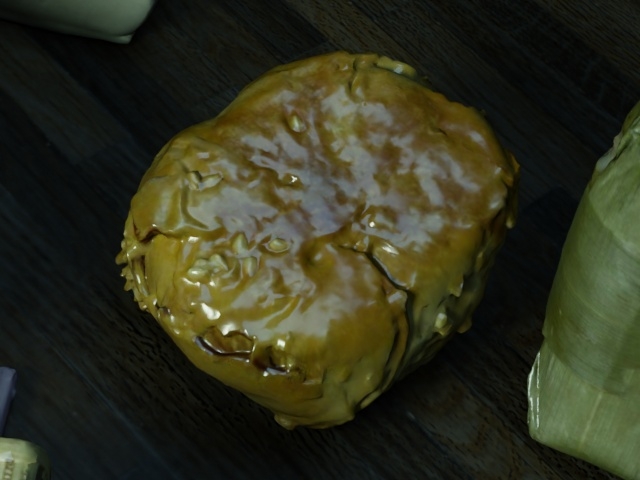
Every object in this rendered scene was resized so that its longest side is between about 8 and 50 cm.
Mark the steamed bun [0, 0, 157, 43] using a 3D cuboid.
[{"bbox_3d":[-0.243,-0.289,1.243,0.242,0.164,0.146,14,47,-7],"label":"steamed bun"}]

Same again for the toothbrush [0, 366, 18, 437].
[{"bbox_3d":[-0.231,0.228,0.900,0.029,0.024,0.354,17,47,-13],"label":"toothbrush"}]

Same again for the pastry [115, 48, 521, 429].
[{"bbox_3d":[0.000,0.000,1.087,0.311,0.162,0.255,-32,77,-26],"label":"pastry"}]

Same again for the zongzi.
[{"bbox_3d":[0.330,-0.041,1.118,0.174,0.356,0.393,32,45,21],"label":"zongzi"}]

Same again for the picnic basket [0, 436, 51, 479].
[{"bbox_3d":[-0.302,0.223,0.725,0.313,0.228,0.175,5,48,-8],"label":"picnic basket"}]
